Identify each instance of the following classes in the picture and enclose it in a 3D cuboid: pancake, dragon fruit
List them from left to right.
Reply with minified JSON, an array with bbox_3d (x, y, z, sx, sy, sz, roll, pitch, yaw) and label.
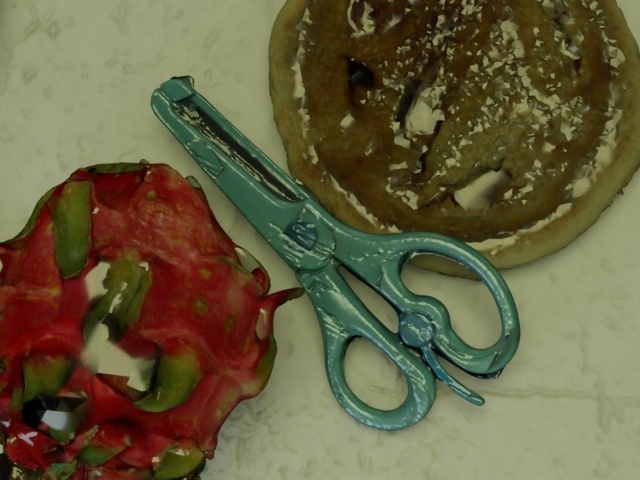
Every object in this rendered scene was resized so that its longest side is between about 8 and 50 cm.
[{"bbox_3d":[-0.162,0.066,1.456,0.231,0.237,0.303,18,55,-39],"label":"dragon fruit"},{"bbox_3d":[0.121,-0.139,1.573,0.356,0.065,0.356,0,81,2],"label":"pancake"}]

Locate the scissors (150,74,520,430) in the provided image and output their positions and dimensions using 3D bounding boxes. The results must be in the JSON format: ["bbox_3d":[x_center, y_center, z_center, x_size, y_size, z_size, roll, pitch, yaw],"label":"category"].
[{"bbox_3d":[0.000,0.000,1.525,0.393,0.032,0.180,45,102,6],"label":"scissors"}]

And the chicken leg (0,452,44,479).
[{"bbox_3d":[-0.275,0.278,1.489,0.125,0.080,0.196,-9,70,-11],"label":"chicken leg"}]
